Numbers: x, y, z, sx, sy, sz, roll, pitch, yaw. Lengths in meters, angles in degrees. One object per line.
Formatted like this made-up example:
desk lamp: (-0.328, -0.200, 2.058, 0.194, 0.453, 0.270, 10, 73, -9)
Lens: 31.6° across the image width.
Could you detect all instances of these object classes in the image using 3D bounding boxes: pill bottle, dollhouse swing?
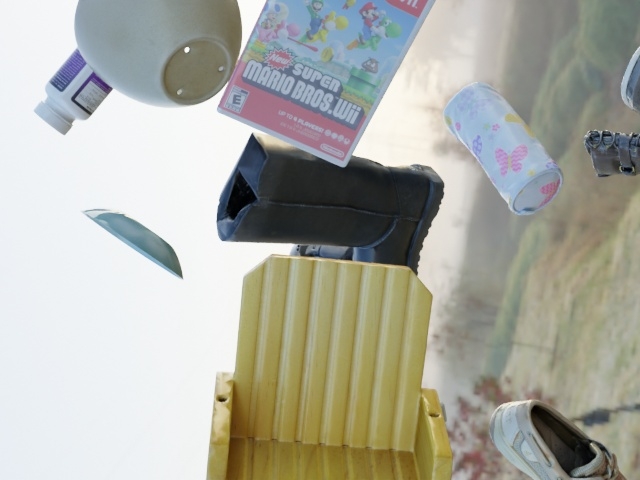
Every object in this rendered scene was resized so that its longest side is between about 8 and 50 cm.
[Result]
pill bottle: (-0.475, -0.305, 2.236, 0.193, 0.108, 0.108, -50, -7, -1)
dollhouse swing: (0.020, 0.224, 1.649, 0.315, 0.347, 0.305, -95, 12, -67)

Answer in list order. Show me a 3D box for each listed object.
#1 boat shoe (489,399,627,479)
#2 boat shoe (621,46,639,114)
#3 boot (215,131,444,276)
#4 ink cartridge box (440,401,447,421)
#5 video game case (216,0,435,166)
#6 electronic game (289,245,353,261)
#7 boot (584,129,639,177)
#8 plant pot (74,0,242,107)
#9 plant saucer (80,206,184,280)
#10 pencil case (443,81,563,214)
boat shoe: (0.436, 0.390, 1.887, 0.110, 0.341, 0.121, -35, 20, 56)
boat shoe: (0.521, -0.208, 1.593, 0.335, 0.095, 0.112, 7, -74, -58)
boot: (0.000, -0.002, 2.186, 0.445, 0.146, 0.367, 4, -72, -41)
ink cartridge box: (0.109, 0.355, 2.156, 0.223, 0.224, 0.045, 4, -105, -70)
video game case: (0.005, -0.257, 1.550, 0.025, 0.204, 0.285, -88, 23, -61)
electronic game: (0.040, 0.029, 2.560, 0.229, 0.229, 0.048, -73, -24, -49)
boot: (0.609, -0.180, 2.118, 0.263, 0.229, 0.091, 64, -143, -57)
plant pot: (-0.244, -0.330, 1.882, 0.191, 0.284, 0.284, 54, 152, 40)
plant saucer: (-0.286, -0.005, 1.780, 0.037, 0.195, 0.195, -56, -9, -7)
pencil case: (0.337, -0.174, 2.116, 0.113, 0.273, 0.124, 16, -57, -47)
